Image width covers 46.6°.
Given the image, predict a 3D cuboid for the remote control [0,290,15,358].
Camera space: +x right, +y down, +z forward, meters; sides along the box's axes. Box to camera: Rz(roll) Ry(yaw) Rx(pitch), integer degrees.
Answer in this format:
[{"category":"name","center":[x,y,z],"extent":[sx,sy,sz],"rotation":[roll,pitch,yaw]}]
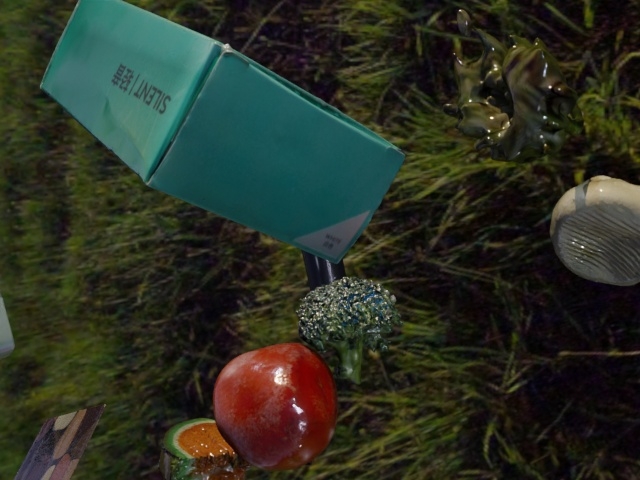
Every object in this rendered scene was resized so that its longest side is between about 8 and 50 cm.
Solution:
[{"category":"remote control","center":[-0.441,-0.019,0.893],"extent":[0.145,0.050,0.344],"rotation":[-18,88,55]}]

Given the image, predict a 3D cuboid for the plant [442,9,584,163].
[{"category":"plant","center":[0.363,-0.219,1.147],"extent":[0.180,0.333,0.251],"rotation":[-63,40,40]}]

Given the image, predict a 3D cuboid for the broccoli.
[{"category":"broccoli","center":[0.041,0.131,1.085],"extent":[0.167,0.154,0.160],"rotation":[-58,-25,-81]}]

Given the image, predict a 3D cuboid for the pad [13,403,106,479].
[{"category":"pad","center":[-0.337,0.301,0.857],"extent":[0.158,0.003,0.235],"rotation":[-22,37,41]}]

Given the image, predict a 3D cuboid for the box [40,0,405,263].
[{"category":"box","center":[-0.103,-0.111,0.670],"extent":[0.311,0.205,0.118],"rotation":[35,101,48]}]

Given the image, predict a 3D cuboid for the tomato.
[{"category":"tomato","center":[-0.063,0.225,1.021],"extent":[0.187,0.187,0.151],"rotation":[37,148,43]}]

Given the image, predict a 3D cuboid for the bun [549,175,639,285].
[{"category":"bun","center":[0.520,-0.026,1.318],"extent":[0.231,0.133,0.231],"rotation":[16,139,14]}]

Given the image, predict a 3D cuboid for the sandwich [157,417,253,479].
[{"category":"sandwich","center":[-0.171,0.333,1.140],"extent":[0.235,0.159,0.079],"rotation":[-177,92,-75]}]

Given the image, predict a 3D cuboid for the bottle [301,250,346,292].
[{"category":"bottle","center":[0.000,0.000,1.349],"extent":[0.072,0.082,0.245],"rotation":[2,108,55]}]
